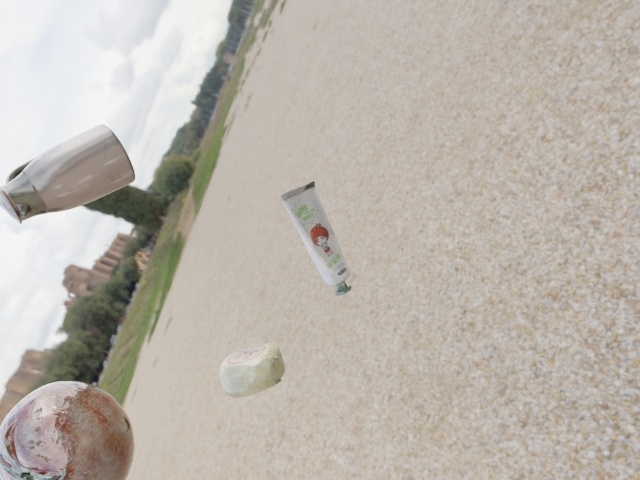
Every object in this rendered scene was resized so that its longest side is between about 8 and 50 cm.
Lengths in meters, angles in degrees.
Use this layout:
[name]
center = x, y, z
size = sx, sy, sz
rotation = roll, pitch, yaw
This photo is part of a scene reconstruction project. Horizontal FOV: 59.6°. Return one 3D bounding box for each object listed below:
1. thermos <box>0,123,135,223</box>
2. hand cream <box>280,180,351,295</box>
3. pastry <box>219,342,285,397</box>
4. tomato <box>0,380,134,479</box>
[thermos]
center = -0.415, -0.103, 0.888
size = 0.193, 0.137, 0.105
rotation = -35, -38, -26
[hand cream]
center = 0.000, 0.000, 1.598
size = 0.121, 0.336, 0.076
rotation = -31, 12, -34
[pastry]
center = -0.252, 0.474, 2.072
size = 0.265, 0.265, 0.133
rotation = -176, 68, -76
[tomato]
center = -0.601, 0.496, 1.319
size = 0.317, 0.316, 0.282
rotation = -61, -11, 29
